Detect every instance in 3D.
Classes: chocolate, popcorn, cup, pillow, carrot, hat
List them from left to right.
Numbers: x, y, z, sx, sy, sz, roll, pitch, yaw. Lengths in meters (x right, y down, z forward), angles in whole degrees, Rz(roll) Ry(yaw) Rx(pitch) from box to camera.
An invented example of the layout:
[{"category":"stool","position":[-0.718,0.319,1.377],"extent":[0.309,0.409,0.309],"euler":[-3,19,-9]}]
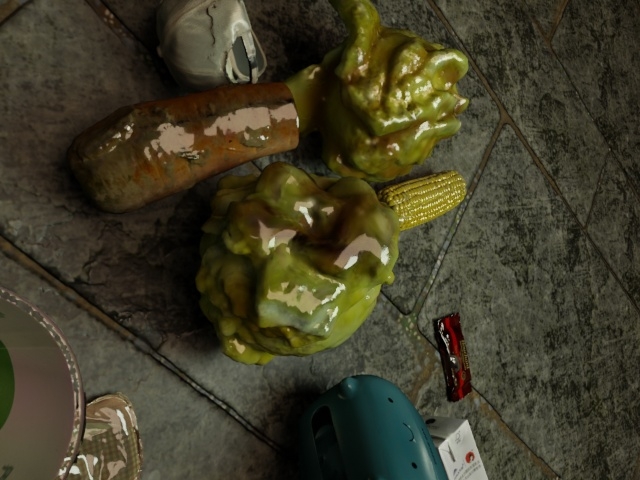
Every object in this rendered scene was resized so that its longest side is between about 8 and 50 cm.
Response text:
[{"category":"cup","position":[-0.387,0.159,0.558],"extent":[0.253,0.274,0.253],"euler":[5,82,-39]},{"category":"pillow","position":[-0.324,0.279,0.750],"extent":[0.211,0.034,0.135],"euler":[-14,91,-42]},{"category":"carrot","position":[-0.184,-0.134,0.817],"extent":[0.302,0.139,0.138],"euler":[-18,96,-18]},{"category":"hat","position":[-0.153,-0.339,0.898],"extent":[0.161,0.232,0.275],"euler":[11,56,-4]},{"category":"popcorn","position":[-0.043,0.023,0.872],"extent":[0.312,0.312,0.312],"euler":[7,79,-39]},{"category":"popcorn","position":[0.087,-0.262,1.016],"extent":[0.321,0.290,0.325],"euler":[-24,118,-42]},{"category":"chocolate","position":[0.288,0.247,1.271],"extent":[0.086,0.028,0.182],"euler":[-9,88,-43]}]

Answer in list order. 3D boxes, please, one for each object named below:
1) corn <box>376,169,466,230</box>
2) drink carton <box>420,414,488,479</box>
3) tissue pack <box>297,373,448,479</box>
[{"category":"corn","position":[0.200,-0.081,1.202],"extent":[0.244,0.093,0.093],"euler":[-19,96,-40]},{"category":"drink carton","position":[0.229,0.446,1.125],"extent":[0.102,0.134,0.222],"euler":[-26,100,-39]},{"category":"tissue pack","position":[0.074,0.349,0.907],"extent":[0.206,0.198,0.287],"euler":[43,19,-33]}]
